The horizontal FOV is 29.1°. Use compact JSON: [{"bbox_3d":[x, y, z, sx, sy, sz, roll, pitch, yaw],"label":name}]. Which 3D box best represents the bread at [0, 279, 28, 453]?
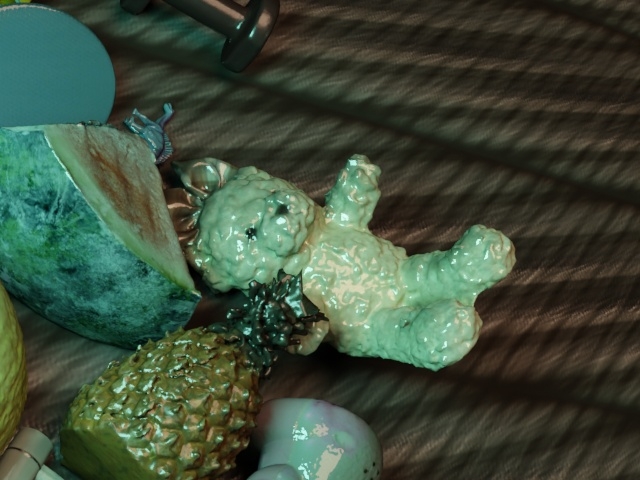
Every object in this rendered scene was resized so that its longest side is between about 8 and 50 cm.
[{"bbox_3d":[-0.466,0.133,1.299,0.320,0.237,0.320,4,31,-2],"label":"bread"}]

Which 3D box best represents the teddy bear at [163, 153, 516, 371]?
[{"bbox_3d":[0.000,0.000,1.680,0.362,0.375,0.327,45,57,-24],"label":"teddy bear"}]

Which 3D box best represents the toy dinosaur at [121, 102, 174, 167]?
[{"bbox_3d":[-0.248,-0.143,1.763,0.080,0.045,0.197,34,39,-19],"label":"toy dinosaur"}]

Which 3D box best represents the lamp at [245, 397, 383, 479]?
[{"bbox_3d":[-0.007,0.359,1.507,0.247,0.247,0.301,66,34,-41],"label":"lamp"}]

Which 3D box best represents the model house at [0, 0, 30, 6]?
[{"bbox_3d":[-0.476,-0.442,1.581,0.323,0.340,0.300,33,51,-22],"label":"model house"}]

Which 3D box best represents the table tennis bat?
[{"bbox_3d":[-0.422,-0.207,1.623,0.329,0.044,0.215,-3,95,-35],"label":"table tennis bat"}]

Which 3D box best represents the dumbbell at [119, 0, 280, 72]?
[{"bbox_3d":[-0.183,-0.363,1.880,0.225,0.140,0.124,29,42,-21],"label":"dumbbell"}]

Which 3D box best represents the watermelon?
[{"bbox_3d":[-0.297,-0.045,1.574,0.387,0.228,0.258,44,37,-14],"label":"watermelon"}]

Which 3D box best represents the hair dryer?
[{"bbox_3d":[-0.320,0.292,1.453,0.137,0.047,0.082,42,47,-18],"label":"hair dryer"}]

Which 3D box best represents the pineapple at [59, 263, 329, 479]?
[{"bbox_3d":[-0.138,0.173,1.507,0.202,0.202,0.362,48,62,-3],"label":"pineapple"}]
